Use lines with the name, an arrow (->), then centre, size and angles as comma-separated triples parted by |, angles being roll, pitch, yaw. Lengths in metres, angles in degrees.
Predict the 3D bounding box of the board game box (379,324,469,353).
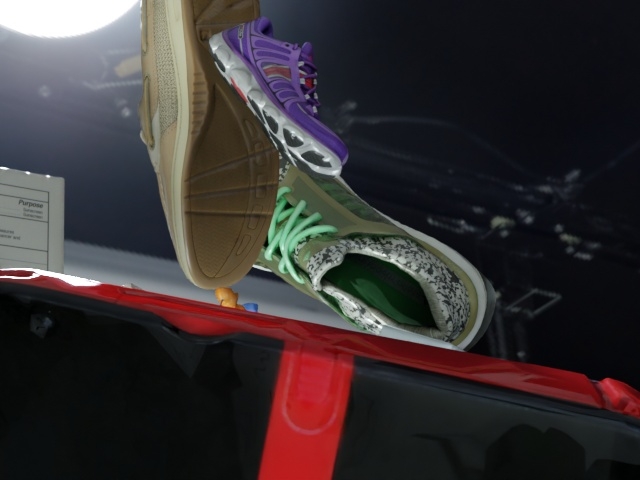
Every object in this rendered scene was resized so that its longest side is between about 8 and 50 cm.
board game box -> 0.111, 0.261, 0.912 | 0.224, 0.098, 0.303 | 27, -101, -40

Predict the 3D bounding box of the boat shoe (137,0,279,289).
boat shoe -> -0.121, -0.123, 0.969 | 0.122, 0.110, 0.341 | -5, -83, -43

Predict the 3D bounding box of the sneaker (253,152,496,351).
sneaker -> 0.000, 0.000, 1.052 | 0.410, 0.158, 0.182 | 26, -174, 10

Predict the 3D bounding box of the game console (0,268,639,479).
game console -> -0.024, 0.226, 0.389 | 0.342, 0.060, 0.386 | 10, -94, 4

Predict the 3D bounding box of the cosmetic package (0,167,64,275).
cosmetic package -> -0.296, 0.095, 0.762 | 0.160, 0.113, 0.309 | 10, -120, -30

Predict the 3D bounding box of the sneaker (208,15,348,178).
sneaker -> -0.025, -0.120, 0.745 | 0.071, 0.068, 0.170 | -33, -119, -4

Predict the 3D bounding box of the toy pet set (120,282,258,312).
toy pet set -> -0.122, 0.080, 0.738 | 0.114, 0.122, 0.065 | 40, -144, -57
